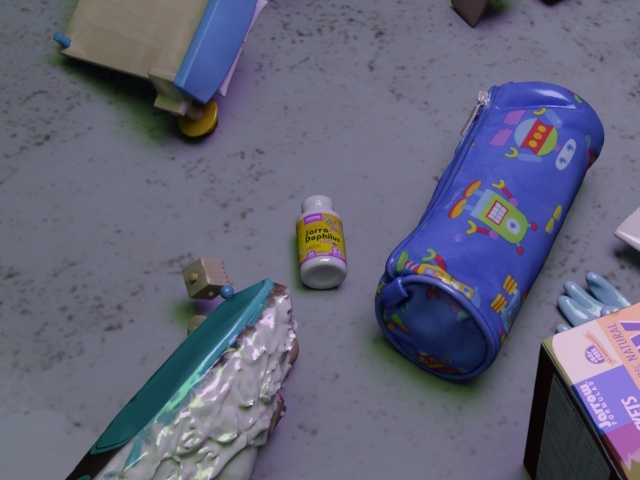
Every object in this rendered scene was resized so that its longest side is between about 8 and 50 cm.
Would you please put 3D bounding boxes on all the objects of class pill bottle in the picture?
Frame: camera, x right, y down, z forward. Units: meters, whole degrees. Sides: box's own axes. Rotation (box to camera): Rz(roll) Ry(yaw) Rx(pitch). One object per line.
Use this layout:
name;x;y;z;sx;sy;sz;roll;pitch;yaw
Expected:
pill bottle;0.000;0.000;1.343;0.043;0.043;0.083;-1;52;-7

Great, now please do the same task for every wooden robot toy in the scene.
wooden robot toy;-0.058;0.094;1.266;0.079;0.076;0.173;6;40;-49

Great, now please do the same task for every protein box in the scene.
protein box;0.280;0.146;1.142;0.200;0.201;0.136;-20;57;-10

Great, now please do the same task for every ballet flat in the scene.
ballet flat;-0.140;0.207;1.118;0.147;0.147;0.409;35;64;20

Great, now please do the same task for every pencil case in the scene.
pencil case;0.152;-0.023;1.327;0.133;0.119;0.306;37;53;-7

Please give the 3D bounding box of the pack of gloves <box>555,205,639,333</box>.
pack of gloves;0.340;0.081;1.330;0.195;0.046;0.232;-41;64;-17

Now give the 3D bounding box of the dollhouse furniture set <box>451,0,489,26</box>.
dollhouse furniture set;0.204;-0.374;1.632;0.262;0.135;0.259;-29;71;-25

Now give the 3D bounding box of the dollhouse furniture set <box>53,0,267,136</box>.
dollhouse furniture set;-0.146;-0.259;1.521;0.286;0.198;0.303;17;81;34
